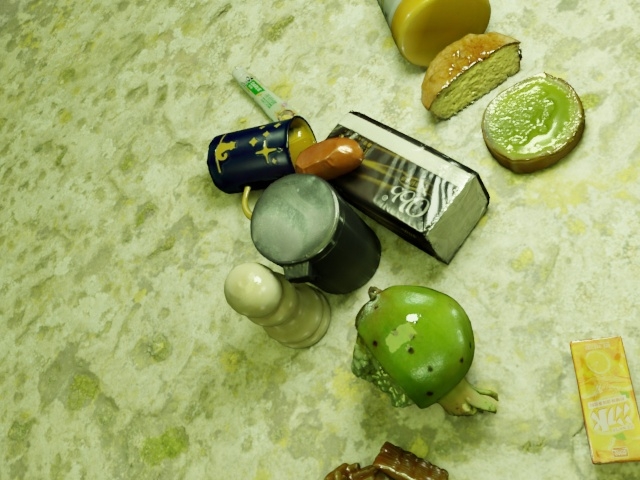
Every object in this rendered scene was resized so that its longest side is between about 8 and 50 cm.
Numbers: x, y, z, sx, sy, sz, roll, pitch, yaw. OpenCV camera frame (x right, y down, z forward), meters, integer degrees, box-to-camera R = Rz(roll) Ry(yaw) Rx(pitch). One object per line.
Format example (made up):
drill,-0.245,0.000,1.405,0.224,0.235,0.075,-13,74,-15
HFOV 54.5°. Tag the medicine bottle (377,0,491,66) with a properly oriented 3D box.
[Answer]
medicine bottle,0.271,-0.597,1.550,0.238,0.238,0.231,-26,60,14

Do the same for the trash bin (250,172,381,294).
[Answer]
trash bin,0.000,0.000,1.399,0.203,0.301,0.252,-12,69,19

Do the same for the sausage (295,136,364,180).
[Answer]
sausage,0.012,-0.174,1.354,0.179,0.089,0.089,-16,63,34

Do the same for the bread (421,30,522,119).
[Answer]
bread,0.348,-0.415,1.507,0.260,0.129,0.134,-30,59,9

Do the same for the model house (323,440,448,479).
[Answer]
model house,0.131,0.514,1.199,0.229,0.199,0.219,-29,73,17

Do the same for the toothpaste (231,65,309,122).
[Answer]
toothpaste,-0.154,-0.400,1.780,0.314,0.056,0.058,46,133,28

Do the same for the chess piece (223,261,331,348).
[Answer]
chess piece,-0.106,0.133,1.394,0.167,0.300,0.167,-10,64,21

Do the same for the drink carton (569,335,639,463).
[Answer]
drink carton,0.537,0.299,1.162,0.096,0.071,0.222,-10,66,20

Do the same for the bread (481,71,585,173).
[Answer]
bread,0.483,-0.269,1.417,0.236,0.070,0.236,-10,66,23

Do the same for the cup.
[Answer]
cup,-0.163,-0.188,1.602,0.256,0.178,0.255,-8,40,24

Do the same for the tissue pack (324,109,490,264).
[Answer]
tissue pack,0.176,-0.134,1.426,0.370,0.210,0.198,35,91,32

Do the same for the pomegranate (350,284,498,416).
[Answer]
pomegranate,0.210,0.231,1.250,0.341,0.260,0.260,40,89,2
